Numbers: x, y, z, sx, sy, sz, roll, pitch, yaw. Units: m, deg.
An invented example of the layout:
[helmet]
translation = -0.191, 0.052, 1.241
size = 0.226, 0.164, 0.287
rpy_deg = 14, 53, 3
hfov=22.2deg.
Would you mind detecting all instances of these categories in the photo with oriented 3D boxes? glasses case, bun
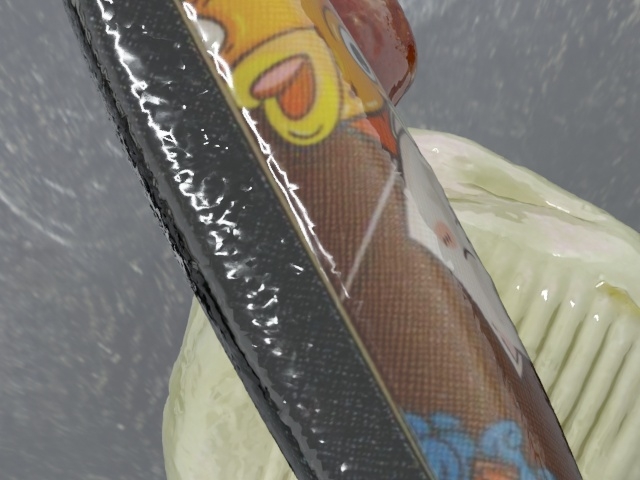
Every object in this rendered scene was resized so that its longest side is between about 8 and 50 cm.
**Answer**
[glasses case]
translation = 0.000, 0.000, 0.507
size = 0.082, 0.122, 0.321
rpy_deg = -28, 78, 1
[bun]
translation = 0.070, 0.098, 1.077
size = 0.361, 0.213, 0.361
rpy_deg = 0, 107, 0

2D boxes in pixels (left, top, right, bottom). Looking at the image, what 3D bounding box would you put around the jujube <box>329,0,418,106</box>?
[jujube]
translation = -0.056, -0.149, 1.218
size = 0.255, 0.190, 0.190
rpy_deg = 36, 81, 6
